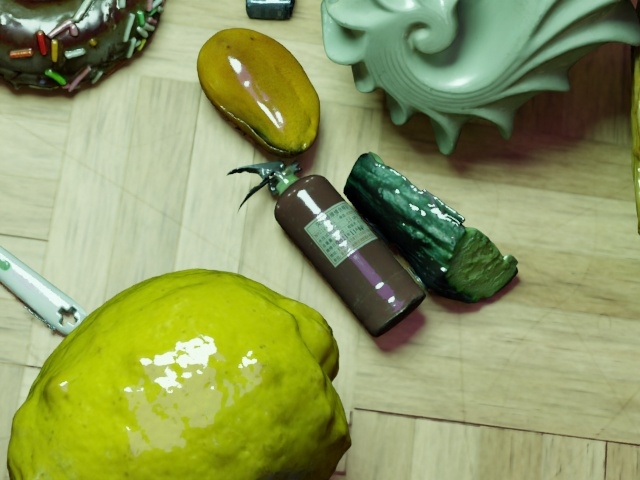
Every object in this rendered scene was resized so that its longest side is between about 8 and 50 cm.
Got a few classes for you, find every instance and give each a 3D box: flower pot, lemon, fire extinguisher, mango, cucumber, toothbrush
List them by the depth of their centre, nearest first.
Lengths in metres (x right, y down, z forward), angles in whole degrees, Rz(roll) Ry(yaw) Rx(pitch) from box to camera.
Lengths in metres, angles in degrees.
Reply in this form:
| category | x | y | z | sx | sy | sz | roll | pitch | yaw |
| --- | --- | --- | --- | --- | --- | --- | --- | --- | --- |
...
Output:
| category | x | y | z | sx | sy | sz | roll | pitch | yaw |
| --- | --- | --- | --- | --- | --- | --- | --- | --- | --- |
| lemon | -0.134 | 0.171 | 1.205 | 0.316 | 0.285 | 0.285 | -15 | 73 | 16 |
| flower pot | 0.189 | -0.259 | 1.302 | 0.367 | 0.254 | 0.164 | -34 | 38 | 24 |
| toothbrush | -0.403 | -0.041 | 1.352 | 0.418 | 0.040 | 0.042 | 38 | 76 | 6 |
| fire extinguisher | 0.000 | 0.000 | 1.363 | 0.099 | 0.071 | 0.231 | -37 | 80 | -25 |
| cucumber | 0.107 | -0.010 | 1.369 | 0.193 | 0.115 | 0.086 | 44 | 96 | 12 |
| mango | -0.062 | -0.155 | 1.403 | 0.105 | 0.084 | 0.159 | -33 | 86 | -35 |

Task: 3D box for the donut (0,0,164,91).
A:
| category | x | y | z | sx | sy | sz | roll | pitch | yaw |
| --- | --- | --- | --- | --- | --- | --- | --- | --- | --- |
| donut | -0.292 | -0.290 | 1.410 | 0.270 | 0.103 | 0.269 | 2 | 72 | -7 |

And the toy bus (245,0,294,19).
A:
| category | x | y | z | sx | sy | sz | roll | pitch | yaw |
| --- | --- | --- | --- | --- | --- | --- | --- | --- | --- |
| toy bus | -0.055 | -0.328 | 1.475 | 0.065 | 0.047 | 0.166 | -1 | 73 | -2 |

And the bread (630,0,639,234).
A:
| category | x | y | z | sx | sy | sz | roll | pitch | yaw |
| --- | --- | --- | --- | --- | --- | --- | --- | --- | --- |
| bread | 0.480 | -0.087 | 1.385 | 0.370 | 0.191 | 0.314 | 8 | 68 | -9 |
